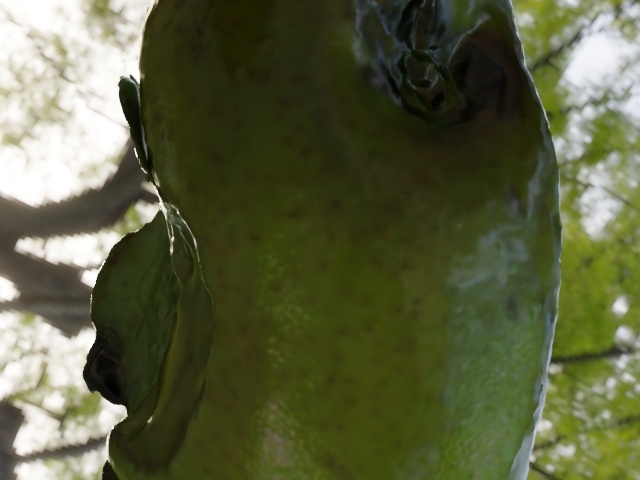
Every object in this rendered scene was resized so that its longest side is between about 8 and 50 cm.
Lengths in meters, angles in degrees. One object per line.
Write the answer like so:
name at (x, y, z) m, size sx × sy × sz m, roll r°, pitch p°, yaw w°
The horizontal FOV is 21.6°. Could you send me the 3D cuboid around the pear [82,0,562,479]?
pear at (0.000, 0.000, 0.677) m, size 0.238 × 0.164 × 0.255 m, roll -110°, pitch -155°, yaw -47°
